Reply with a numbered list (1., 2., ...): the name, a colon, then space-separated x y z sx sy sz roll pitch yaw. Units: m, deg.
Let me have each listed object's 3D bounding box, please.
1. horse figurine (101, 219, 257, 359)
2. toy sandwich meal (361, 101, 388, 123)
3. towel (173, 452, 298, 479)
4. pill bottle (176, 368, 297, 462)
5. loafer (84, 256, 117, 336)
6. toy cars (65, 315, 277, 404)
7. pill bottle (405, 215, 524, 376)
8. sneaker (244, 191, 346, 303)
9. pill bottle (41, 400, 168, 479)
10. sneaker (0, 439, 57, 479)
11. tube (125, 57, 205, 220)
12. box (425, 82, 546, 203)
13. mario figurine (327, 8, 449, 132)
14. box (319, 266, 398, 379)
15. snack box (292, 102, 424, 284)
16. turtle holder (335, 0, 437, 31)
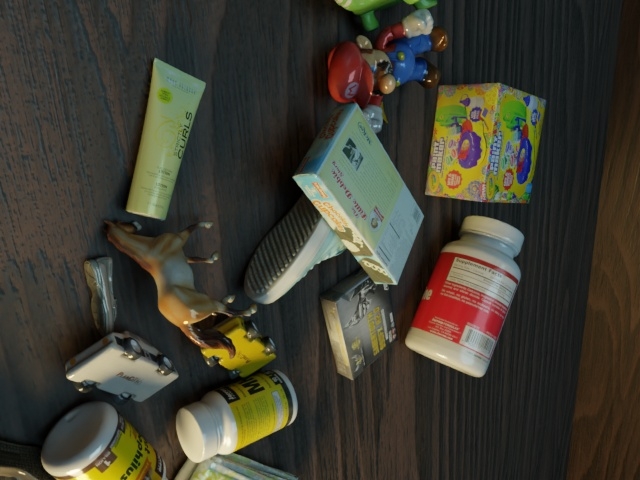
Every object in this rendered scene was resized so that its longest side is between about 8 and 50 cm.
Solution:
1. horse figurine: -0.206 0.064 0.771 0.174 0.066 0.263 -7 64 -51
2. toy sandwich meal: 0.123 -0.280 1.124 0.086 0.029 0.085 -14 110 -42
3. towel: -0.223 0.611 0.982 0.320 0.090 0.374 44 69 -38
4. pill bottle: -0.157 0.331 0.945 0.208 0.119 0.119 -10 107 -43
5. loafer: -0.330 0.086 0.766 0.039 0.045 0.125 -21 112 -47
6. toy cars: -0.235 0.185 0.849 0.394 0.087 0.176 0 134 -43
7. pill bottle: 0.412 0.148 1.380 0.229 0.229 0.407 34 76 -44
8. sneaker: 0.000 0.000 1.002 0.366 0.135 0.150 -53 127 -21
9. pill bottle: -0.326 0.360 0.784 0.117 0.117 0.215 -44 131 -28
10. sneaker: -0.449 0.338 0.714 0.071 0.066 0.188 -37 131 -1
11. tube: -0.247 -0.153 0.776 0.070 0.062 0.240 66 37 -84
12. box: 0.449 -0.255 1.350 0.279 0.177 0.290 -4 103 -43
13. mario figurine: 0.156 -0.343 1.020 0.320 0.170 0.198 -28 103 -34
14. box: 0.100 0.192 1.207 0.183 0.056 0.231 -31 121 -36
15. snack box: 0.090 -0.080 0.968 0.322 0.060 0.187 51 53 -36
16. turtle holder: 0.123 -0.545 0.943 0.320 0.243 0.227 -22 105 3
